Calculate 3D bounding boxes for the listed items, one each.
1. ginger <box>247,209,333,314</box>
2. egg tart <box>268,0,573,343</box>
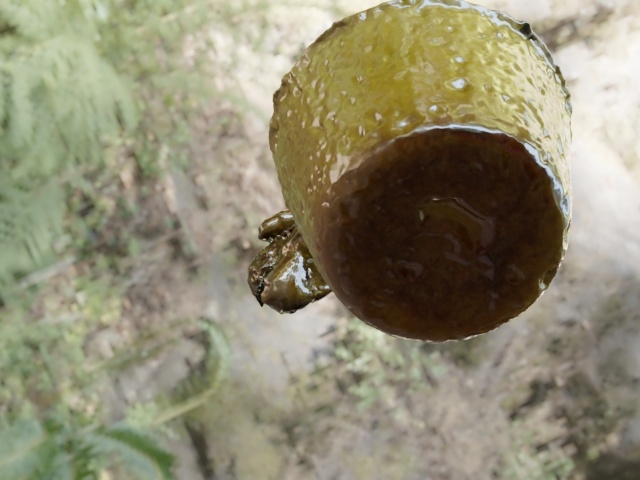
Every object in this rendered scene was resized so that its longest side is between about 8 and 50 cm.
[{"bbox_3d":[0.000,0.000,1.139,0.073,0.162,0.103,58,-22,-5],"label":"ginger"},{"bbox_3d":[0.071,-0.037,0.876,0.147,0.202,0.203,-100,171,-62],"label":"egg tart"}]
